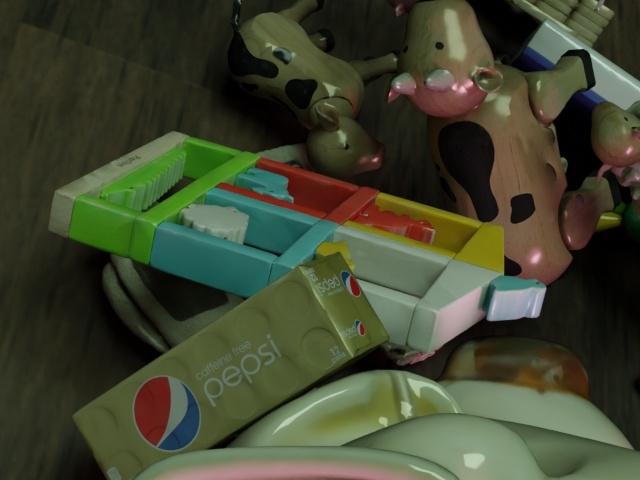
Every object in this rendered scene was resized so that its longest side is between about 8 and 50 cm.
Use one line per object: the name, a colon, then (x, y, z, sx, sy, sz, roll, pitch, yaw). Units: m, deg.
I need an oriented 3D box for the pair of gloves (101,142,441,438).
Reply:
pair of gloves: (-0.035, 0.034, 1.132, 0.204, 0.042, 0.240, 47, 43, 18)

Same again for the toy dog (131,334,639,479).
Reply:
toy dog: (0.091, 0.175, 0.878, 0.395, 0.408, 0.284, -21, 93, 6)

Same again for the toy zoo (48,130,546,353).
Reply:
toy zoo: (0.000, 0.000, 1.030, 0.293, 0.030, 0.192, 17, 20, 12)

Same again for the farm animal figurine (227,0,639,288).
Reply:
farm animal figurine: (0.093, -0.096, 1.142, 0.172, 0.330, 0.326, -37, 101, -46)

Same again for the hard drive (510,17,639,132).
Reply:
hard drive: (0.294, -0.065, 1.295, 0.319, 0.040, 0.210, 35, 4, 1)

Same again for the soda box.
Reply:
soda box: (-0.053, 0.079, 0.930, 0.061, 0.181, 0.058, 59, 25, 6)

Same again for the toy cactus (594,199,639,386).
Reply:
toy cactus: (0.274, 0.020, 1.220, 0.112, 0.180, 0.219, -24, 62, -16)

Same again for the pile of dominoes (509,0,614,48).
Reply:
pile of dominoes: (0.130, -0.243, 1.359, 0.251, 0.040, 0.196, 33, 11, 1)
